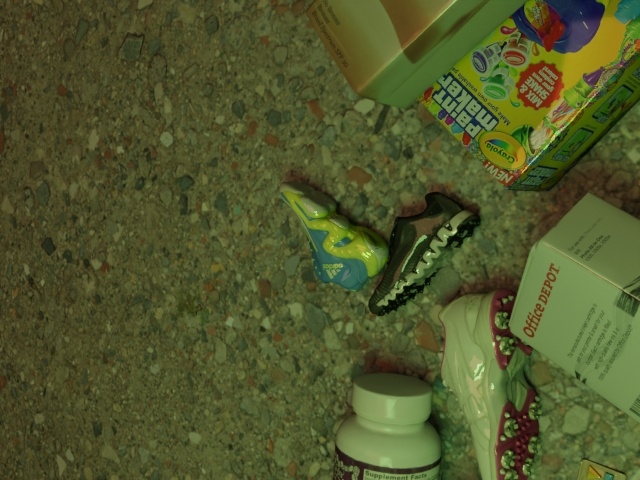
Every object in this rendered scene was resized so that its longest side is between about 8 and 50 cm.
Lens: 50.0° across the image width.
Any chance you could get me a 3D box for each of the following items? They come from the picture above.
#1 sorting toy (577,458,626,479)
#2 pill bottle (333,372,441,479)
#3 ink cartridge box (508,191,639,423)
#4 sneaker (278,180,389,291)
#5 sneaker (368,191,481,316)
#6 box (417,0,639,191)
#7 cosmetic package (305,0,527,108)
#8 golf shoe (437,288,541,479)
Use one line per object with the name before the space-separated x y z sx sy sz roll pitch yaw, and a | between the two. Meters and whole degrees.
sorting toy | 0.395 0.361 0.978 0.062 0.012 0.083 14 100 33
pill bottle | 0.103 0.372 1.085 0.169 0.169 0.302 7 96 34
ink cartridge box | 0.397 0.105 0.840 0.289 0.121 0.211 37 151 27
sneaker | 0.000 0.000 1.186 0.240 0.091 0.126 39 113 26
sneaker | 0.144 0.017 1.099 0.234 0.078 0.106 -51 63 21
box | 0.280 -0.264 0.930 0.290 0.177 0.279 51 119 22
cosmetic package | 0.143 -0.317 0.836 0.296 0.129 0.153 -41 68 30
golf shoe | 0.247 0.225 1.029 0.140 0.115 0.306 -4 86 48
